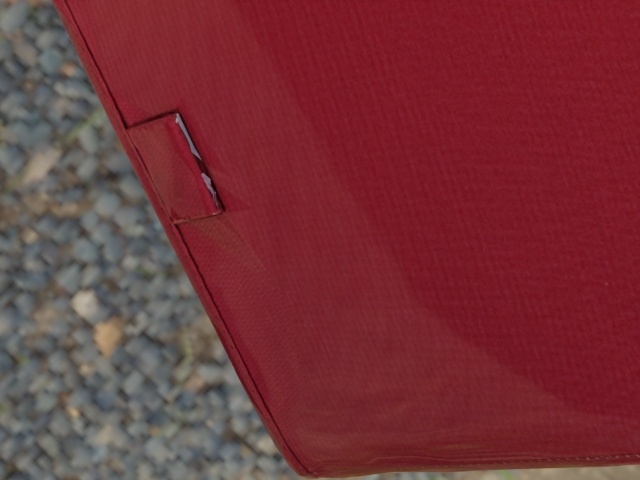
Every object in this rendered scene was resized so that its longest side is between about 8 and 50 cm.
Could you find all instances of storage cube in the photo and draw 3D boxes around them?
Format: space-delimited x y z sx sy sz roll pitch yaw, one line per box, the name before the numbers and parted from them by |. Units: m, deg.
storage cube | 0.071 -0.069 0.456 0.183 0.193 0.215 -33 103 -37
